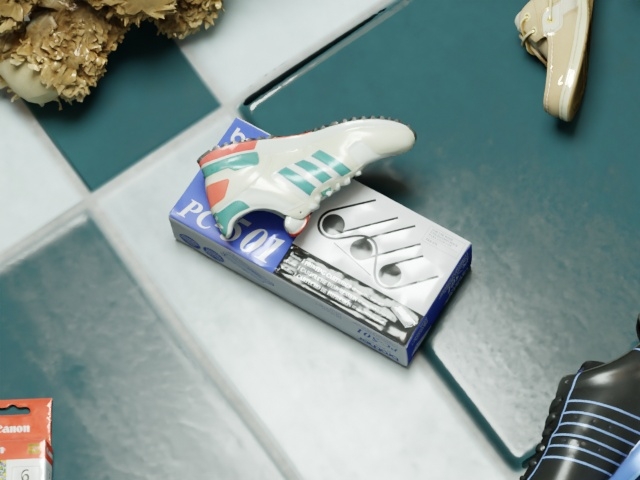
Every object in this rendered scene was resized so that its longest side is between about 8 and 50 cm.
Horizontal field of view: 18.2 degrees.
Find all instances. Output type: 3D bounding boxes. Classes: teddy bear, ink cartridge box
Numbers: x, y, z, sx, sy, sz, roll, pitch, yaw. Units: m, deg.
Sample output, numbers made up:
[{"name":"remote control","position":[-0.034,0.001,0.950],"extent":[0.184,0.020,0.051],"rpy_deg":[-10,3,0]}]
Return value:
[{"name":"teddy bear","position":[-0.150,-0.240,1.496],"extent":[0.338,0.245,0.113],"rpy_deg":[-53,31,20]},{"name":"ink cartridge box","position":[0.000,0.000,1.488],"extent":[0.207,0.046,0.097],"rpy_deg":[29,72,15]},{"name":"ink cartridge box","position":[-0.227,0.167,1.448],"extent":[0.062,0.029,0.115],"rpy_deg":[-3,69,3]}]

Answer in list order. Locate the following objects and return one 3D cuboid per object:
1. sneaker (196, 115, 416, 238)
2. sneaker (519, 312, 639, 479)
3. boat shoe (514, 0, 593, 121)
[{"name":"sneaker","position":[-0.006,-0.042,1.459],"extent":[0.161,0.057,0.075],"rpy_deg":[-10,83,-3]},{"name":"sneaker","position":[0.184,0.148,1.404],"extent":[0.232,0.081,0.090],"rpy_deg":[-39,68,-18]},{"name":"boat shoe","position":[0.179,-0.167,1.536],"extent":[0.059,0.063,0.170],"rpy_deg":[5,60,9]}]
